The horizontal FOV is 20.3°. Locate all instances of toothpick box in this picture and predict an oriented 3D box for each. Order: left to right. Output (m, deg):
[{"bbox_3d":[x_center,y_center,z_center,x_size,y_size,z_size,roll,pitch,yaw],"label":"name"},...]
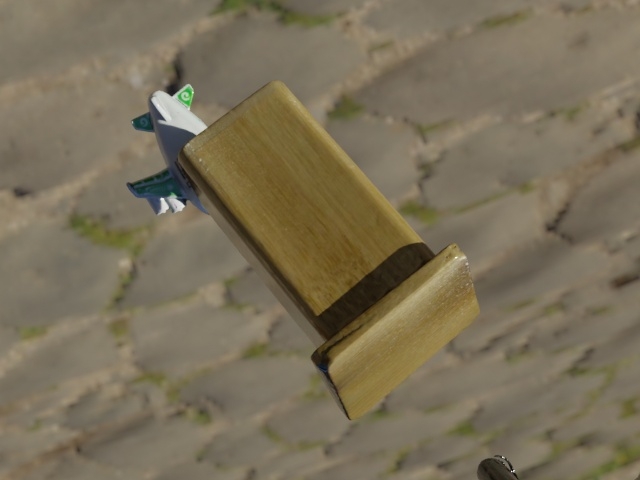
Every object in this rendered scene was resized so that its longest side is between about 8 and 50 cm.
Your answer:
[{"bbox_3d":[0.000,0.000,1.912,0.190,0.308,0.187,-38,156,-5],"label":"toothpick box"}]

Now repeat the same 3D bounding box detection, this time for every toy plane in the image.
[{"bbox_3d":[-0.153,-0.103,2.138,0.174,0.174,0.080,-20,-172,1],"label":"toy plane"}]

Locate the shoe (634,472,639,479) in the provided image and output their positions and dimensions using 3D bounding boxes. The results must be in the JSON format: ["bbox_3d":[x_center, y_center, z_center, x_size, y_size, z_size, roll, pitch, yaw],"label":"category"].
[{"bbox_3d":[0.457,0.249,2.253,0.275,0.098,0.103,-44,157,-20],"label":"shoe"}]

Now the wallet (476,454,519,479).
[{"bbox_3d":[0.241,0.347,1.776,0.045,0.172,0.318,-25,-160,-2],"label":"wallet"}]
